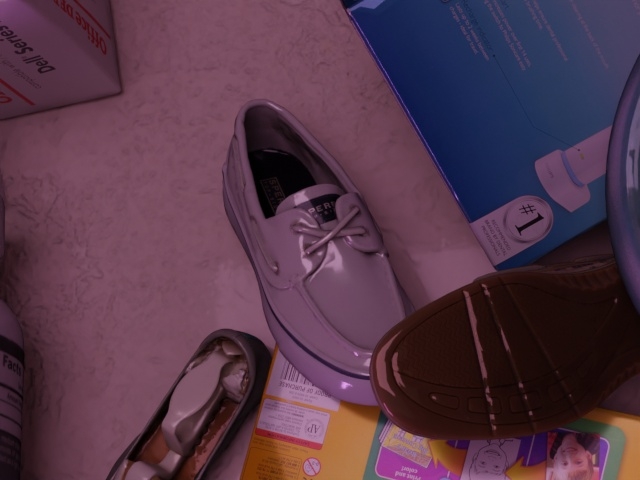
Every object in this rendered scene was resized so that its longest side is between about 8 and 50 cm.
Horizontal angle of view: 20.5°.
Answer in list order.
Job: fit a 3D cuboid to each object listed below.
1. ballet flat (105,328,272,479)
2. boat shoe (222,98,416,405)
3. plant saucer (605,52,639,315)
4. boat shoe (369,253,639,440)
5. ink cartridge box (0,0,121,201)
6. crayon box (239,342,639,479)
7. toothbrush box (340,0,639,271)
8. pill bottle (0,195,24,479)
[{"bbox_3d":[-0.112,0.154,1.273,0.072,0.068,0.213,31,85,20],"label":"ballet flat"},{"bbox_3d":[0.000,0.000,1.228,0.096,0.088,0.267,-12,44,-13],"label":"boat shoe"},{"bbox_3d":[0.293,-0.052,1.025,0.317,0.043,0.317,-11,73,39],"label":"plant saucer"},{"bbox_3d":[0.154,0.064,1.157,0.285,0.089,0.104,-14,88,-22],"label":"boat shoe"},{"bbox_3d":[-0.248,-0.226,1.340,0.119,0.207,0.353,-12,73,12],"label":"ink cartridge box"},{"bbox_3d":[0.085,0.178,1.209,0.278,0.081,0.165,12,78,17],"label":"crayon box"},{"bbox_3d":[0.191,-0.148,1.200,0.295,0.126,0.216,-31,104,6],"label":"toothbrush box"},{"bbox_3d":[-0.318,0.140,1.253,0.210,0.210,0.363,-6,71,13],"label":"pill bottle"}]
